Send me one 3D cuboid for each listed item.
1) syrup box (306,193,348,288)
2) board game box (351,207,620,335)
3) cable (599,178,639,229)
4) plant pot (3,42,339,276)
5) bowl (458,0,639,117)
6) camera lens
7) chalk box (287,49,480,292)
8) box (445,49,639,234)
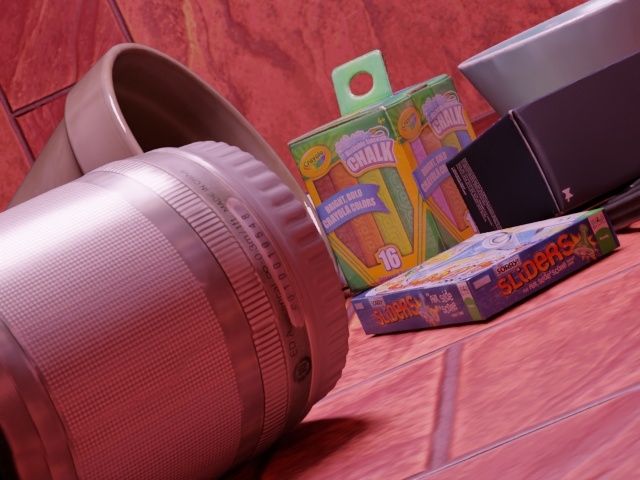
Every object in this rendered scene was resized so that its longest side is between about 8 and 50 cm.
[{"bbox_3d":[0.000,0.000,1.980,0.096,0.093,0.237,-23,5,18],"label":"syrup box"},{"bbox_3d":[0.126,0.027,1.422,0.136,0.035,0.201,-27,5,-25],"label":"board game box"},{"bbox_3d":[0.279,-0.030,1.333,0.139,0.072,0.287,-37,-3,-24],"label":"cable"},{"bbox_3d":[-0.188,0.018,1.749,0.280,0.323,0.323,-40,0,17],"label":"plant pot"},{"bbox_3d":[0.324,-0.183,1.960,0.311,0.163,0.311,-25,4,2],"label":"bowl"},{"bbox_3d":[-0.146,0.075,1.156,0.274,0.219,0.219,-28,6,-33],"label":"camera lens"},{"bbox_3d":[0.070,-0.078,1.776,0.132,0.213,0.132,-21,6,40],"label":"chalk box"},{"bbox_3d":[0.264,-0.099,1.569,0.261,0.103,0.184,-26,-2,-17],"label":"box"}]
